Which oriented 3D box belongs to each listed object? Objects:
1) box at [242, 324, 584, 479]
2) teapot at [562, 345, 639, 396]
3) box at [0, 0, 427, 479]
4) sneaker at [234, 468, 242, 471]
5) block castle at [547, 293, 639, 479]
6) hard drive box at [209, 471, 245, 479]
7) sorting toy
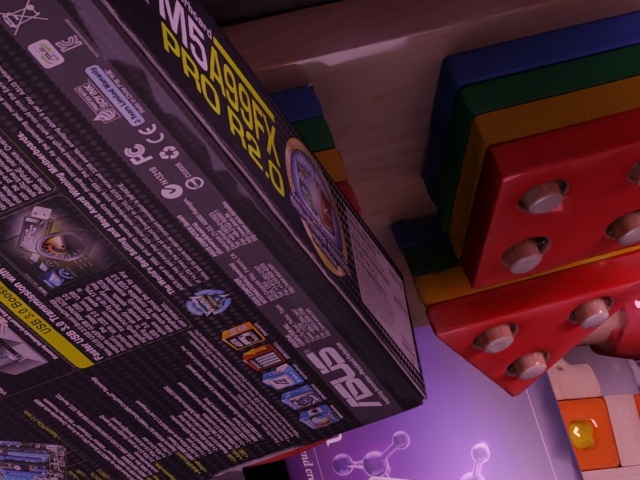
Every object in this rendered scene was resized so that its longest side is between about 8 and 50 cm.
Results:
[{"bbox_3d":[0.054,0.138,1.043,0.184,0.261,0.103,-12,165,-21],"label":"box"},{"bbox_3d":[0.234,0.223,1.746,0.252,0.187,0.256,-2,159,-47],"label":"teapot"},{"bbox_3d":[-0.114,0.005,0.543,0.216,0.060,0.270,-21,142,15],"label":"box"},{"bbox_3d":[-0.071,0.122,1.206,0.216,0.079,0.121,-9,166,-24],"label":"sneaker"},{"bbox_3d":[0.215,0.257,1.328,0.212,0.453,0.303,-2,160,-25],"label":"block castle"},{"bbox_3d":[-0.025,0.227,1.650,0.181,0.089,0.232,-28,162,39],"label":"hard drive box"},{"bbox_3d":[0.036,0.004,0.737,0.257,0.089,0.255,-15,151,-12],"label":"sorting toy"}]
